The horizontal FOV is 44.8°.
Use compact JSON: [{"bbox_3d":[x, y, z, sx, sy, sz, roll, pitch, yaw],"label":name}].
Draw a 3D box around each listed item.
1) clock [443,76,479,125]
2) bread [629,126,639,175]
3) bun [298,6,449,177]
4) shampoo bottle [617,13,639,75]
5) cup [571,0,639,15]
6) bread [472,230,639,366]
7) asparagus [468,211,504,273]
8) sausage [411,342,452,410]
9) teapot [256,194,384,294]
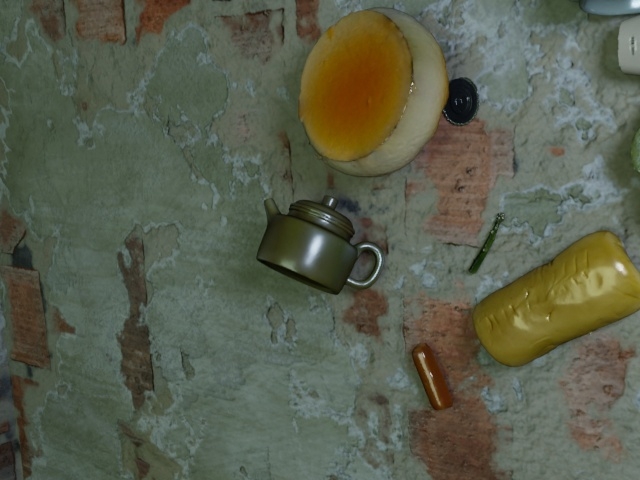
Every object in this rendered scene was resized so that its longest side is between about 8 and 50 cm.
[{"bbox_3d":[0.245,-0.243,1.363,0.074,0.010,0.083,-5,96,39],"label":"clock"},{"bbox_3d":[0.568,-0.088,1.049,0.286,0.056,0.207,-7,97,43],"label":"bread"},{"bbox_3d":[0.105,-0.251,1.376,0.299,0.164,0.299,-9,77,44],"label":"bun"},{"bbox_3d":[0.549,-0.280,1.070,0.256,0.078,0.127,2,100,37],"label":"shampoo bottle"},{"bbox_3d":[0.425,-0.444,1.093,0.258,0.186,0.234,168,97,-67],"label":"cup"},{"bbox_3d":[0.384,0.107,1.281,0.305,0.091,0.142,-39,70,36],"label":"bread"},{"bbox_3d":[0.295,0.005,1.373,0.018,0.015,0.127,37,120,25],"label":"asparagus"},{"bbox_3d":[0.211,0.258,1.479,0.039,0.041,0.131,-33,77,60],"label":"sausage"},{"bbox_3d":[0.000,0.000,1.520,0.267,0.185,0.175,24,84,1],"label":"teapot"}]
